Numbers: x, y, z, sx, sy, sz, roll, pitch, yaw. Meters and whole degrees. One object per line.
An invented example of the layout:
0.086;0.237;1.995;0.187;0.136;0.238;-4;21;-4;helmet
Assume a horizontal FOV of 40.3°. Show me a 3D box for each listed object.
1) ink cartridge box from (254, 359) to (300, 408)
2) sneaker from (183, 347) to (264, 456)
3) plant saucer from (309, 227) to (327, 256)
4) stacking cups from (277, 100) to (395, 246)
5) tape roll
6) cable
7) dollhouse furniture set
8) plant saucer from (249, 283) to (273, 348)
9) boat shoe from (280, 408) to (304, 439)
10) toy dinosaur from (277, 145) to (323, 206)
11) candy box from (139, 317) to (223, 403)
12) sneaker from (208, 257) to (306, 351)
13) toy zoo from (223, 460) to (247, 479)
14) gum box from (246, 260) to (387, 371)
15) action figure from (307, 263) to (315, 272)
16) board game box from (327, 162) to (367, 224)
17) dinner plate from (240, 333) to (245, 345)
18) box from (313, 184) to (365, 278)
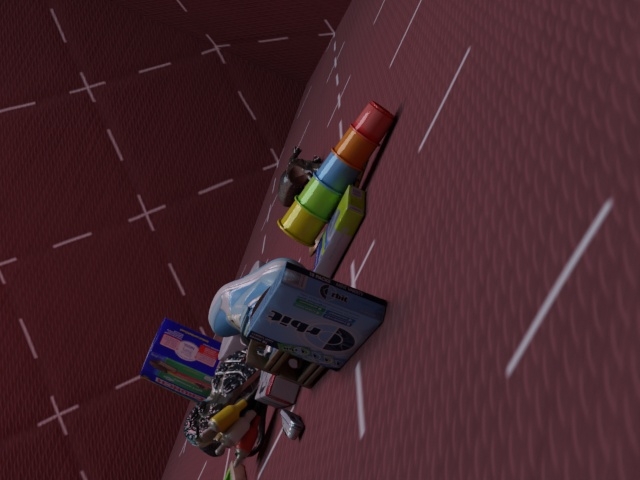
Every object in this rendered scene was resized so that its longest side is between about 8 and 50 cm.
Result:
-0.074;0.262;1.661;0.135;0.056;0.099;136;154;-68;ink cartridge box
-0.198;0.368;1.999;0.110;0.122;0.283;12;53;41;sneaker
0.000;0.000;1.900;0.083;0.015;0.083;-49;-4;-5;plant saucer
0.035;-0.136;1.758;0.316;0.096;0.096;-55;12;17;stacking cups
-0.173;0.200;2.294;0.286;0.100;0.286;-158;90;-81;tape roll
-0.115;0.320;1.738;0.287;0.139;0.072;-51;27;-24;cable
-0.035;0.132;1.499;0.129;0.129;0.183;125;165;-56;dollhouse furniture set
-0.079;0.133;1.792;0.199;0.036;0.198;-33;28;20;plant saucer
-0.052;0.314;1.477;0.035;0.035;0.100;-65;15;-1;boat shoe
-0.082;-0.176;2.613;0.160;0.121;0.313;-58;4;-40;toy dinosaur
-0.391;0.379;2.627;0.317;0.268;0.122;127;166;-63;candy box
-0.166;0.186;1.992;0.319;0.127;0.208;-37;29;37;sneaker
-0.217;0.611;1.758;0.192;0.030;0.293;-160;93;-82;toy zoo
-0.011;0.117;1.290;0.184;0.157;0.041;124;165;-53;gum box
-0.010;0.066;1.862;0.038;0.030;0.115;-47;24;54;action figure
0.042;-0.113;1.918;0.170;0.048;0.141;157;136;-78;board game box
-0.130;0.207;2.091;0.141;0.017;0.141;-28;24;14;dinner plate
0.034;-0.010;1.725;0.109;0.042;0.178;-82;17;-60;box
